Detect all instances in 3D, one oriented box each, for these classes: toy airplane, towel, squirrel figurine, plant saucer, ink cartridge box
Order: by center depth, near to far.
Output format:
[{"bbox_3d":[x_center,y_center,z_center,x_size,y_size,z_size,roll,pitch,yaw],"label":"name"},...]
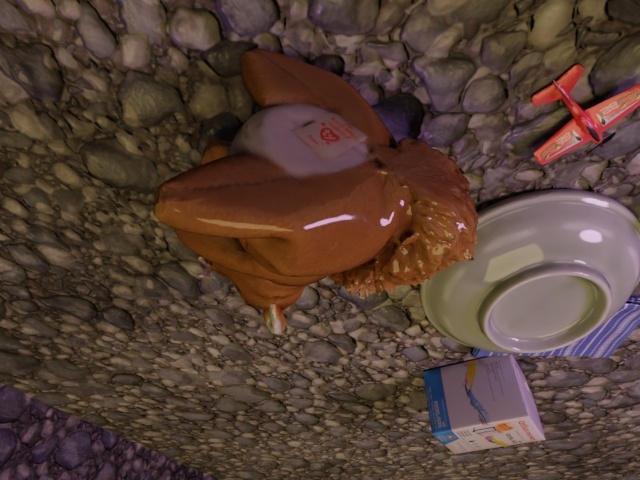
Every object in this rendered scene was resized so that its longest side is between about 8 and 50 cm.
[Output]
[{"bbox_3d":[0.342,-0.169,0.589,0.151,0.028,0.151,1,136,1],"label":"toy airplane"},{"bbox_3d":[0.000,0.000,0.624,0.397,0.281,0.370,12,143,-7],"label":"squirrel figurine"},{"bbox_3d":[0.386,0.099,0.790,0.401,0.100,0.400,0,129,0],"label":"plant saucer"},{"bbox_3d":[0.523,0.203,0.979,0.336,0.040,0.243,0,138,2],"label":"towel"},{"bbox_3d":[0.411,0.417,1.121,0.233,0.168,0.171,-22,131,24],"label":"ink cartridge box"}]

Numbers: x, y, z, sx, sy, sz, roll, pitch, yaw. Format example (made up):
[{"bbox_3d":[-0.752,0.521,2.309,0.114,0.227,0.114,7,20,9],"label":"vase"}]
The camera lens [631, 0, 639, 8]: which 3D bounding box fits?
[{"bbox_3d":[0.427,-0.244,0.362,0.274,0.219,0.219,21,134,-19],"label":"camera lens"}]
